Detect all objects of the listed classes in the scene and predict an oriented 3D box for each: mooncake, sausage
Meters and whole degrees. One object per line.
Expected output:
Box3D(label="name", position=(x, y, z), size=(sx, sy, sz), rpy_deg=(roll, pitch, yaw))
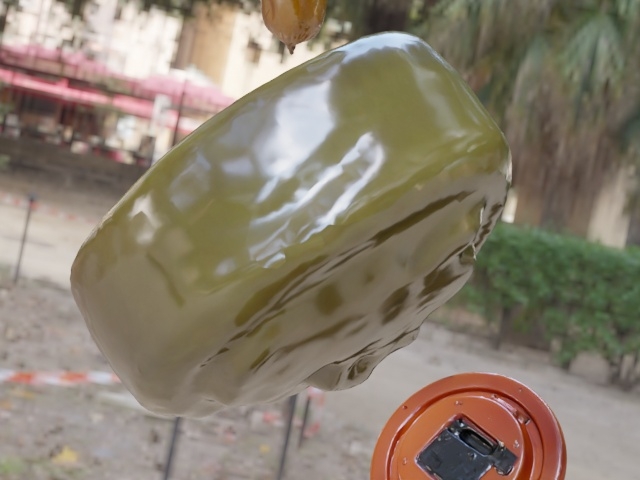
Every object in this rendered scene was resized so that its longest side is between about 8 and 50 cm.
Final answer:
Box3D(label="mooncake", position=(0.000, 0.000, 0.756), size=(0.117, 0.235, 0.235), rpy_deg=(57, 19, 18))
Box3D(label="sausage", position=(-0.022, -0.249, 1.230), size=(0.062, 0.183, 0.054), rpy_deg=(5, 10, 9))

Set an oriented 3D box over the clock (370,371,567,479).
Box3D(label="clock", position=(0.147, 0.225, 1.465), size=(0.205, 0.205, 0.051), rpy_deg=(12, -27, 33))
